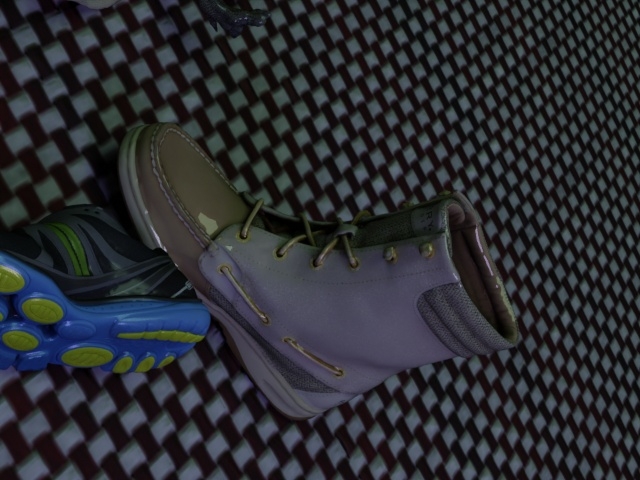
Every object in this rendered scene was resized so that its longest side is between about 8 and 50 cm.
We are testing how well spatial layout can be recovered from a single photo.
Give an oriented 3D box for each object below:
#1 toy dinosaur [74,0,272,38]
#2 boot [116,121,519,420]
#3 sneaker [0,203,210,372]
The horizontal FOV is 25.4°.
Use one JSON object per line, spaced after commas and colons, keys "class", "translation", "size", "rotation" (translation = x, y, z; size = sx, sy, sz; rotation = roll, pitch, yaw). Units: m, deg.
{"class": "toy dinosaur", "translation": [-0.080, -0.189, 0.898], "size": [0.118, 0.064, 0.268], "rotation": [44, 42, -22]}
{"class": "boot", "translation": [0.000, 0.000, 0.800], "size": [0.213, 0.165, 0.077], "rotation": [55, 35, -22]}
{"class": "sneaker", "translation": [-0.137, 0.019, 0.704], "size": [0.188, 0.067, 0.078], "rotation": [14, 39, -49]}
